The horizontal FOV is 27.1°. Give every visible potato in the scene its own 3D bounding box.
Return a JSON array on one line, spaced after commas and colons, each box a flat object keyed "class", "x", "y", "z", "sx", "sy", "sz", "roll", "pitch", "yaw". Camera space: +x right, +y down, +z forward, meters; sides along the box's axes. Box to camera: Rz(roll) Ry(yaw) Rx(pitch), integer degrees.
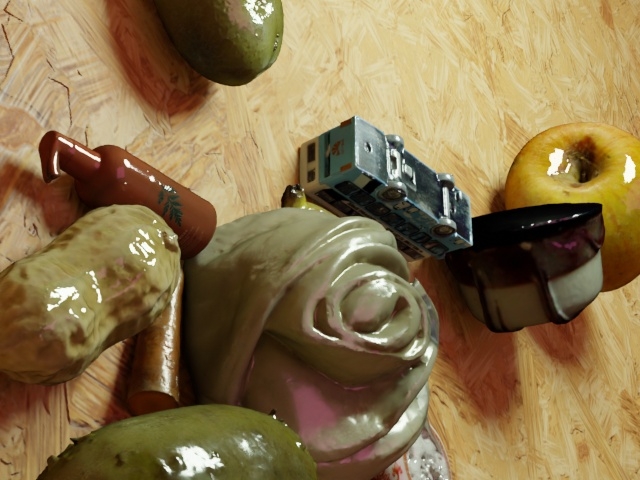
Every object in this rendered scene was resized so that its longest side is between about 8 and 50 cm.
[{"class": "potato", "x": -0.142, "y": -0.327, "z": 1.753, "sx": 0.251, "sy": 0.159, "sz": 0.174, "roll": 58, "pitch": 10, "yaw": -2}, {"class": "potato", "x": -0.133, "y": 0.301, "z": 1.344, "sx": 0.359, "sy": 0.219, "sz": 0.270, "roll": -12, "pitch": 84, "yaw": -53}]

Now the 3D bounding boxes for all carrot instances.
[{"class": "carrot", "x": -0.185, "y": 0.105, "z": 1.549, "sx": 0.061, "sy": 0.061, "sz": 0.210, "roll": 40, "pitch": 38, "yaw": -37}]

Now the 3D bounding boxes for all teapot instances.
[{"class": "teapot", "x": 0.124, "y": 0.327, "z": 1.823, "sx": 0.246, "sy": 0.116, "sz": 0.159, "roll": 66, "pitch": 20, "yaw": 0}]

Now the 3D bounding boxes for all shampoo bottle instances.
[{"class": "shampoo bottle", "x": -0.227, "y": -0.058, "z": 1.545, "sx": 0.244, "sy": 0.085, "sz": 0.085, "roll": 31, "pitch": 49, "yaw": -44}]

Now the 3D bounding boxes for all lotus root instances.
[{"class": "lotus root", "x": 0.000, "y": 0.000, "z": 1.844, "sx": 0.190, "sy": 0.094, "sz": 0.108, "roll": 42, "pitch": 17, "yaw": -23}]

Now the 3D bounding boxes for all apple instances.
[{"class": "apple", "x": 0.483, "y": -0.055, "z": 2.400, "sx": 0.275, "sy": 0.299, "sz": 0.299, "roll": 62, "pitch": 25, "yaw": -57}]

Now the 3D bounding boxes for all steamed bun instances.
[{"class": "steamed bun", "x": 0.009, "y": 0.123, "z": 1.635, "sx": 0.342, "sy": 0.255, "sz": 0.368, "roll": 5, "pitch": 68, "yaw": -52}]

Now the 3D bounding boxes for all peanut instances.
[{"class": "peanut", "x": -0.248, "y": 0.058, "z": 1.386, "sx": 0.325, "sy": 0.153, "sz": 0.140, "roll": -47, "pitch": 126, "yaw": -63}]

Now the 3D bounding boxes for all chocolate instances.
[{"class": "chocolate", "x": 0.338, "y": 0.048, "z": 2.163, "sx": 0.283, "sy": 0.283, "sz": 0.186, "roll": -16, "pitch": 98, "yaw": -57}]

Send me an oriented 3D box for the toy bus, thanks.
[{"class": "toy bus", "x": 0.104, "y": -0.070, "z": 1.991, "sx": 0.297, "sy": 0.131, "sz": 0.106, "roll": 33, "pitch": 47, "yaw": -44}]
